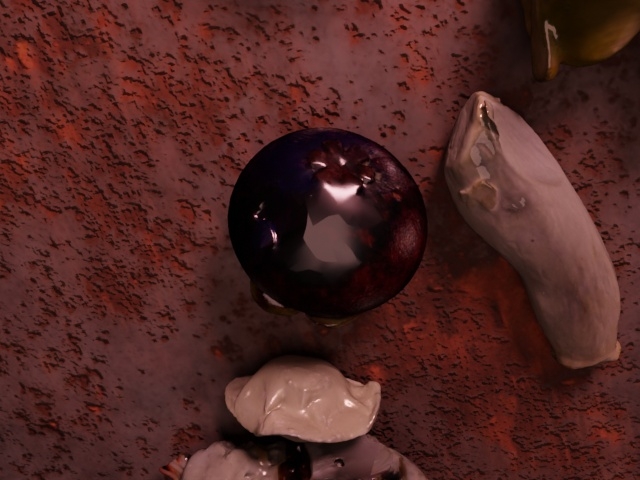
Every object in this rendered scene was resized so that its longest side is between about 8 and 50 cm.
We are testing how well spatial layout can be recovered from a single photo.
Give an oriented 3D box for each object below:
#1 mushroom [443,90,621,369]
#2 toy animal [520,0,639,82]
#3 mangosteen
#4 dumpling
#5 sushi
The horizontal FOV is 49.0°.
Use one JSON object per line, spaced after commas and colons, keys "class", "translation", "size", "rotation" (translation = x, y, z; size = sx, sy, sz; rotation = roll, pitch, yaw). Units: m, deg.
{"class": "mushroom", "translation": [0.229, 0.002, 0.730], "size": [0.109, 0.097, 0.351], "rotation": [-31, 111, 15]}
{"class": "toy animal", "translation": [0.344, -0.239, 0.572], "size": [0.363, 0.180, 0.181], "rotation": [-1, 153, 8]}
{"class": "mangosteen", "translation": [0.000, 0.000, 0.700], "size": [0.194, 0.194, 0.230], "rotation": [17, 137, -5]}
{"class": "dumpling", "translation": [-0.026, 0.191, 0.796], "size": [0.169, 0.134, 0.100], "rotation": [22, 110, -2]}
{"class": "sushi", "translation": [-0.030, 0.298, 0.849], "size": [0.332, 0.124, 0.130], "rotation": [-14, 123, 6]}
